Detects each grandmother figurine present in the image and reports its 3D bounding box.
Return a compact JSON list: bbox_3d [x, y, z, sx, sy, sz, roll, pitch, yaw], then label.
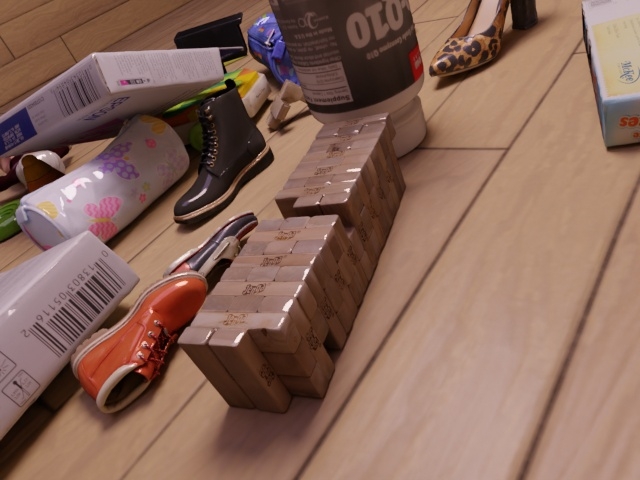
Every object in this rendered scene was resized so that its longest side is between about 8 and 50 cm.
[{"bbox_3d":[-0.660,-0.174,1.157,0.342,0.104,0.208,18,60,49],"label":"grandmother figurine"}]

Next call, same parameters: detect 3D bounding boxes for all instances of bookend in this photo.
[{"bbox_3d":[-0.226,-0.412,1.170,0.157,0.156,0.072,-17,34,4],"label":"bookend"}]

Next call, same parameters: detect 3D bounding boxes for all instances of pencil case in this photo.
[{"bbox_3d":[-0.078,-0.406,1.088,0.119,0.133,0.306,-60,28,17],"label":"pencil case"},{"bbox_3d":[-0.326,-0.084,0.799,0.113,0.124,0.273,4,43,34],"label":"pencil case"}]

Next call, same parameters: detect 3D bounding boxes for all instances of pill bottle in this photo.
[{"bbox_3d":[0.041,-0.248,0.653,0.161,0.283,0.161,-16,34,11],"label":"pill bottle"}]

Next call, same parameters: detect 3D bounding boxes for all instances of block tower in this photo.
[{"bbox_3d":[0.000,0.000,0.510,0.090,0.097,0.335,-3,41,29],"label":"block tower"}]

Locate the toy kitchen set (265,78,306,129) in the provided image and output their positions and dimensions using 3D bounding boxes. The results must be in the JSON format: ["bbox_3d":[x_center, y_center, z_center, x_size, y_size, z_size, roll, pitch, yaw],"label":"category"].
[{"bbox_3d":[-0.044,-0.223,0.901,0.083,0.075,0.068,-60,24,19],"label":"toy kitchen set"}]

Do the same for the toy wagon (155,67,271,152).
[{"bbox_3d":[-0.273,-0.254,1.051,0.344,0.068,0.267,-8,36,23],"label":"toy wagon"}]

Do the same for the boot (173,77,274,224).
[{"bbox_3d":[-0.166,-0.130,0.750,0.076,0.137,0.198,5,44,37],"label":"boot"}]

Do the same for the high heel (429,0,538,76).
[{"bbox_3d":[0.242,-0.384,0.804,0.261,0.186,0.093,-38,36,-20],"label":"high heel"}]

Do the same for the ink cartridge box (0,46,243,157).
[{"bbox_3d":[-0.335,-0.241,0.892,0.324,0.072,0.330,-13,11,35],"label":"ink cartridge box"}]

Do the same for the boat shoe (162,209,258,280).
[{"bbox_3d":[-0.120,0.015,0.608,0.043,0.049,0.137,43,60,9],"label":"boat shoe"}]

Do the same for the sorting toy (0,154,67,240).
[{"bbox_3d":[-0.600,-0.078,0.959,0.365,0.126,0.127,-9,36,20],"label":"sorting toy"}]

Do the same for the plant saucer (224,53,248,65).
[{"bbox_3d":[-0.318,-0.534,1.488,0.188,0.045,0.188,-27,33,-4],"label":"plant saucer"}]

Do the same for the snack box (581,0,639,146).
[{"bbox_3d":[0.416,-0.226,0.593,0.187,0.060,0.322,-5,38,27],"label":"snack box"}]

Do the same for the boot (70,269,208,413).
[{"bbox_3d":[-0.166,0.099,0.511,0.158,0.059,0.084,-43,40,-13],"label":"boot"}]

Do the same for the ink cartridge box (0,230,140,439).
[{"bbox_3d":[-0.423,0.156,0.595,0.384,0.091,0.308,-18,30,40],"label":"ink cartridge box"}]
